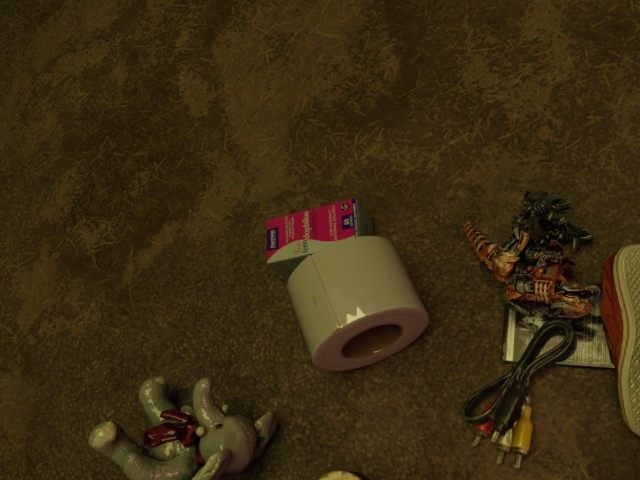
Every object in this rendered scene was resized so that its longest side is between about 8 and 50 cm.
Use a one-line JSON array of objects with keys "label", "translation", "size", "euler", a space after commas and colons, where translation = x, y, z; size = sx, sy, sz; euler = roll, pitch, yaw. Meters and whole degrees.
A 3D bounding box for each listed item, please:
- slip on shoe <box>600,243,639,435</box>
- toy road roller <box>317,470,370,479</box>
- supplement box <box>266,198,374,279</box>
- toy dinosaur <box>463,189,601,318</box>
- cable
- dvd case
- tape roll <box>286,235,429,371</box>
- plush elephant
[{"label": "slip on shoe", "translation": [0.557, 0.174, 1.259], "size": [0.123, 0.101, 0.331], "euler": [-3, 82, -9]}, {"label": "toy road roller", "translation": [0.092, 0.578, 1.236], "size": [0.240, 0.202, 0.330], "euler": [4, 73, 12]}, {"label": "supplement box", "translation": [0.000, 0.000, 1.591], "size": [0.220, 0.114, 0.111], "euler": [-14, 63, 20]}, {"label": "toy dinosaur", "translation": [0.397, 0.024, 1.372], "size": [0.322, 0.164, 0.218], "euler": [35, 87, 28]}, {"label": "cable", "translation": [0.370, 0.271, 1.337], "size": [0.139, 0.072, 0.287], "euler": [19, 70, 44]}, {"label": "dvd case", "translation": [0.462, 0.159, 1.365], "size": [0.221, 0.018, 0.165], "euler": [0, 68, 23]}, {"label": "tape roll", "translation": [0.072, 0.130, 1.420], "size": [0.246, 0.246, 0.169], "euler": [-28, 59, 10]}, {"label": "plush elephant", "translation": [-0.244, 0.398, 1.433], "size": [0.255, 0.272, 0.330], "euler": [-37, 85, 20]}]
